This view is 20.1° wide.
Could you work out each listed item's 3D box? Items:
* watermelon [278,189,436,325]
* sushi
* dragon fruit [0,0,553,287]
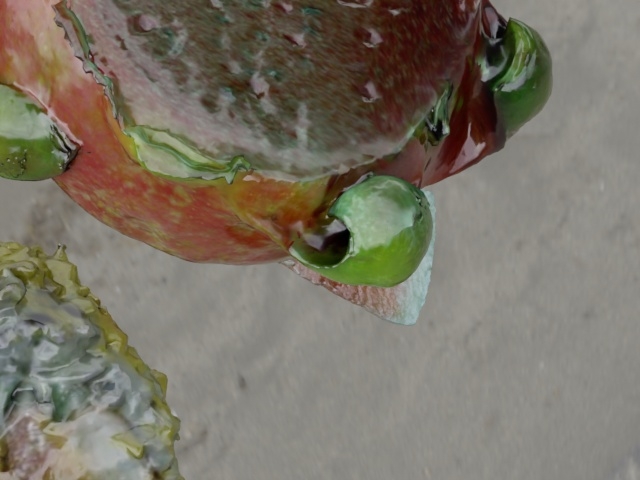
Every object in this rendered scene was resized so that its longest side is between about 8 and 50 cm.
[{"bbox_3d":[0.000,0.000,1.816,0.094,0.241,0.154,-27,53,44],"label":"watermelon"},{"bbox_3d":[-0.319,0.192,1.516,0.396,0.240,0.351,-19,100,-18],"label":"sushi"},{"bbox_3d":[-0.030,-0.104,0.815,0.268,0.130,0.295,-5,69,-25],"label":"dragon fruit"}]
